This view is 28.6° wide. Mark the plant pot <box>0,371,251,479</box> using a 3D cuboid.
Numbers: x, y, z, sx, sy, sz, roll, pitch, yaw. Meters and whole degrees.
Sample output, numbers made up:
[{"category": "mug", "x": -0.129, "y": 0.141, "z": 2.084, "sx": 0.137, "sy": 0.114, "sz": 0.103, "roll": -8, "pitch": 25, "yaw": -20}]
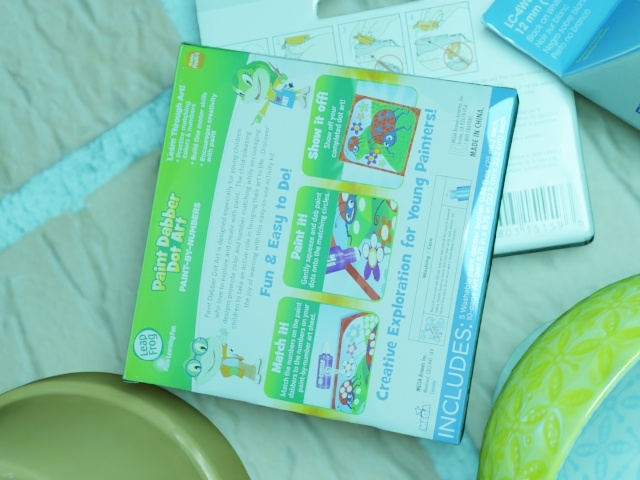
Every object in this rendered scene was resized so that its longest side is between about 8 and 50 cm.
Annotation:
[{"category": "plant pot", "x": -0.200, "y": 0.243, "z": 0.901, "sx": 0.291, "sy": 0.203, "sz": 0.291, "roll": -1, "pitch": 86, "yaw": 10}]

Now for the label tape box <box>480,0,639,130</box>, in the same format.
[{"category": "label tape box", "x": 0.321, "y": -0.163, "z": 0.829, "sx": 0.347, "sy": 0.115, "sz": 0.249, "roll": 35, "pitch": 74, "yaw": 9}]

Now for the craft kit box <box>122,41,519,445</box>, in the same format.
[{"category": "craft kit box", "x": 0.000, "y": 0.000, "z": 0.892, "sx": 0.246, "sy": 0.061, "sz": 0.250, "roll": 10, "pitch": 90, "yaw": 9}]

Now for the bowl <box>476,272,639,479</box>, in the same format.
[{"category": "bowl", "x": 0.206, "y": 0.131, "z": 0.835, "sx": 0.289, "sy": 0.289, "sz": 0.156, "roll": -59, "pitch": 36, "yaw": 3}]

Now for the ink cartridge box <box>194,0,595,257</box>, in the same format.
[{"category": "ink cartridge box", "x": 0.051, "y": -0.096, "z": 0.942, "sx": 0.275, "sy": 0.060, "sz": 0.239, "roll": -8, "pitch": 85, "yaw": 11}]
